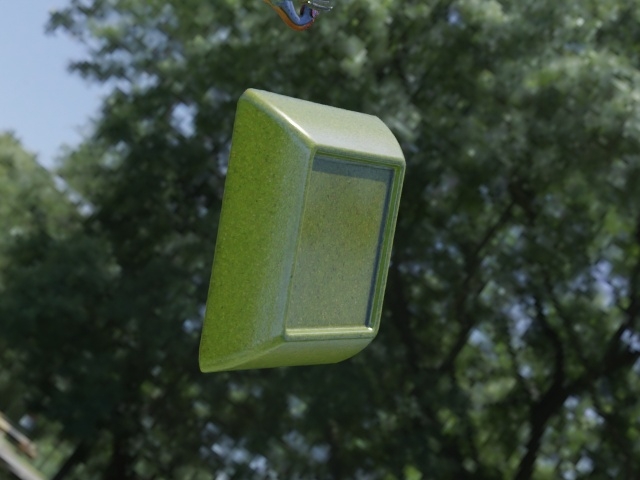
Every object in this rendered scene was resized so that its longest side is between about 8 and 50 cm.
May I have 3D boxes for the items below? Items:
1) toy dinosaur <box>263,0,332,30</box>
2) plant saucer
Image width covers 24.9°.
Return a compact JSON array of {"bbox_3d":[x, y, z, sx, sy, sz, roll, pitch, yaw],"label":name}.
[{"bbox_3d":[-0.032,-0.165,0.909,0.090,0.047,0.082,4,-41,16],"label":"toy dinosaur"},{"bbox_3d":[0.000,0.000,1.003,0.045,0.188,0.188,11,4,31],"label":"plant saucer"}]
